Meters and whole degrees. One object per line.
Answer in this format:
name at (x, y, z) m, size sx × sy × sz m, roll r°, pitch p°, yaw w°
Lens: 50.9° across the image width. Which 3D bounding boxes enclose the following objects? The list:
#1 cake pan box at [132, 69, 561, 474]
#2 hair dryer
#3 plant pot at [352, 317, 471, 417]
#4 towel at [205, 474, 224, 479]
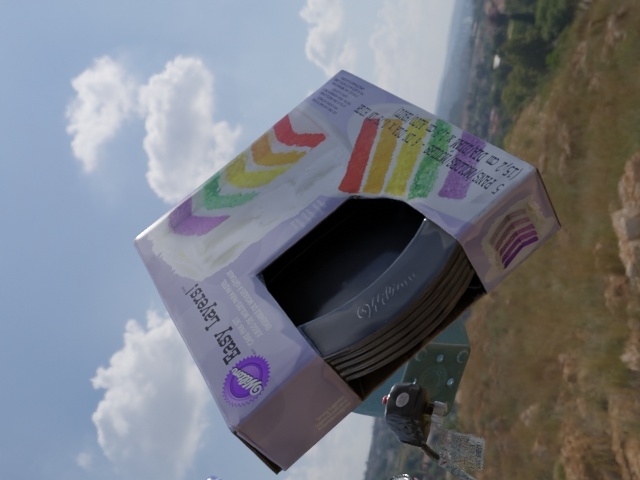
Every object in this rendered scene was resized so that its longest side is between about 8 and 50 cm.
cake pan box at (0.000, 0.000, 0.502) m, size 0.070 × 0.246 × 0.267 m, roll 51°, pitch 177°, yaw -39°
hair dryer at (0.134, 0.267, 0.555) m, size 0.080 × 0.224 × 0.293 m, roll -38°, pitch -41°, yaw -32°
plant pot at (0.135, 0.211, 1.278) m, size 0.252 × 0.247 × 0.247 m, roll 30°, pitch 107°, yaw 55°
towel at (-0.201, 0.546, 1.162) m, size 0.243 × 0.040 × 0.336 m, roll -53°, pitch 19°, yaw -22°
